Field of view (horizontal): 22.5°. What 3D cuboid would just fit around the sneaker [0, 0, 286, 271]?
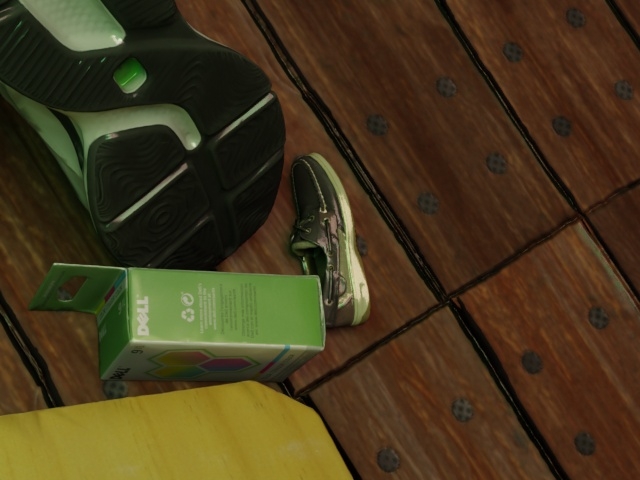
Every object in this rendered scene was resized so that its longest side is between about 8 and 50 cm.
[{"bbox_3d":[-0.187,-0.158,1.191,0.169,0.447,0.257,-40,57,-7],"label":"sneaker"}]

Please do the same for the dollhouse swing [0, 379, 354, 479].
[{"bbox_3d":[-0.102,0.321,1.140,0.347,0.315,0.305,-6,33,-33],"label":"dollhouse swing"}]

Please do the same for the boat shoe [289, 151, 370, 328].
[{"bbox_3d":[0.000,0.000,1.342,0.049,0.056,0.152,-11,76,-29],"label":"boat shoe"}]

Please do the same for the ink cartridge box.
[{"bbox_3d":[-0.113,0.067,1.246,0.209,0.109,0.062,3,70,-20],"label":"ink cartridge box"}]
